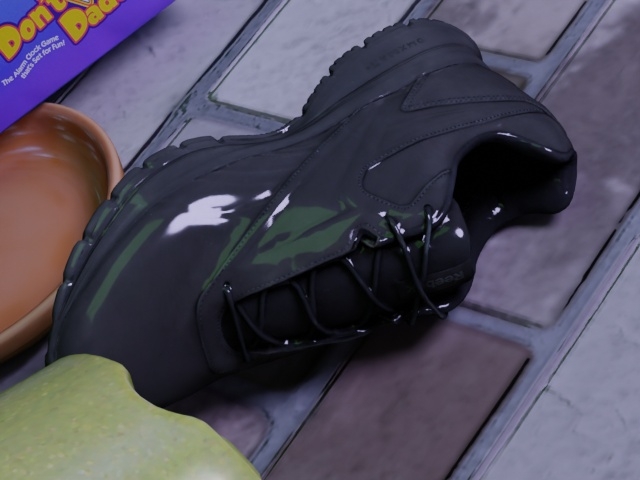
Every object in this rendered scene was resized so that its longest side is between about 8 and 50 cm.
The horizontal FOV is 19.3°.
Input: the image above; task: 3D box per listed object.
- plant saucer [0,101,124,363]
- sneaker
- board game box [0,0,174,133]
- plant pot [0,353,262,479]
[{"bbox_3d":[-0.195,0.006,1.044,0.200,0.037,0.200,-15,45,15],"label":"plant saucer"},{"bbox_3d":[0.000,0.000,0.886,0.286,0.109,0.130,-37,49,-19],"label":"sneaker"},{"bbox_3d":[-0.252,-0.174,1.181,0.233,0.078,0.347,-39,37,-15],"label":"board game box"},{"bbox_3d":[-0.133,0.184,0.703,0.254,0.276,0.276,-39,43,-27],"label":"plant pot"}]
